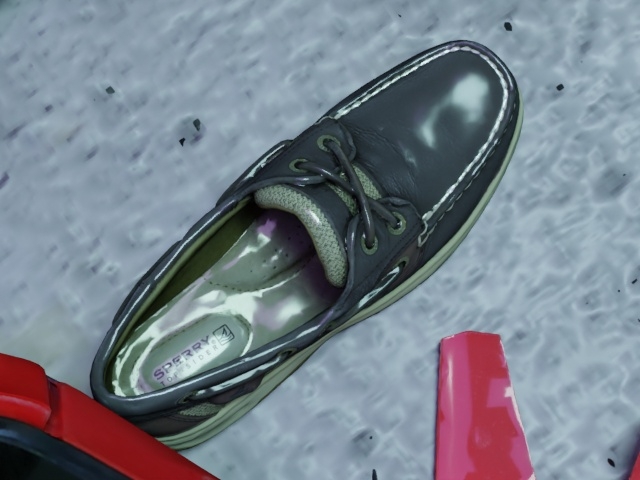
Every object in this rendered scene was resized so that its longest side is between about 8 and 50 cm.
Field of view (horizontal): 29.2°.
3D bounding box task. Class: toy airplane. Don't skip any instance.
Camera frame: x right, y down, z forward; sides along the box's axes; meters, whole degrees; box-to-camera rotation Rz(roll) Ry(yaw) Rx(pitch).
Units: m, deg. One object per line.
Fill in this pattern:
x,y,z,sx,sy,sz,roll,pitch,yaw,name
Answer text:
0.093,0.110,0.499,0.151,0.028,0.151,0,83,1,toy airplane

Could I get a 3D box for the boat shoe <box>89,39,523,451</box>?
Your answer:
-0.001,0.000,0.495,0.223,0.073,0.080,-42,83,-5,boat shoe

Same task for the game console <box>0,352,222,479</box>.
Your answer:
-0.109,0.264,0.410,0.342,0.060,0.386,36,84,-23,game console
